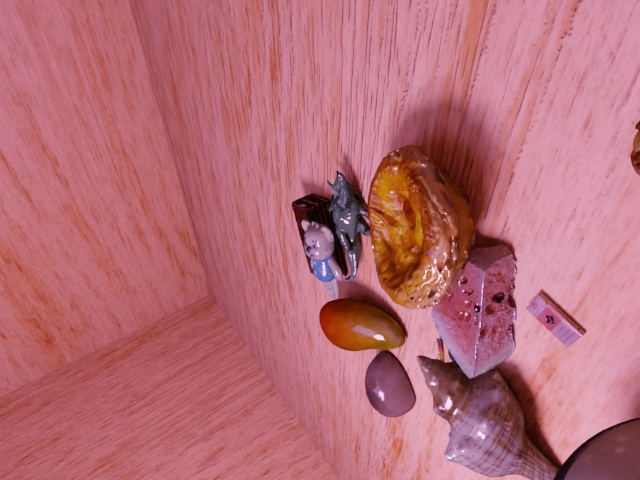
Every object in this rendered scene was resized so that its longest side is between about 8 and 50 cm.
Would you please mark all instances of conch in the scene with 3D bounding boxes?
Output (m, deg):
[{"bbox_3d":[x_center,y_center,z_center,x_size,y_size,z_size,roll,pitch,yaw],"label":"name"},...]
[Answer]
[{"bbox_3d":[0.315,0.376,0.880,0.386,0.170,0.203,59,163,10],"label":"conch"}]

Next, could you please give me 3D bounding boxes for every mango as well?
[{"bbox_3d":[0.094,0.223,1.222,0.289,0.129,0.146,-16,98,57],"label":"mango"}]

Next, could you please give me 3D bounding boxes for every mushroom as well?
[{"bbox_3d":[0.179,0.405,1.261,0.141,0.117,0.188,-6,104,52],"label":"mushroom"}]

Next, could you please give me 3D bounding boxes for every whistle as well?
[{"bbox_3d":[0.007,0.054,1.162,0.114,0.077,0.235,20,135,42],"label":"whistle"}]

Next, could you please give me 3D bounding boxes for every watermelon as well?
[{"bbox_3d":[0.275,0.105,0.810,0.154,0.095,0.241,-127,26,-44],"label":"watermelon"}]

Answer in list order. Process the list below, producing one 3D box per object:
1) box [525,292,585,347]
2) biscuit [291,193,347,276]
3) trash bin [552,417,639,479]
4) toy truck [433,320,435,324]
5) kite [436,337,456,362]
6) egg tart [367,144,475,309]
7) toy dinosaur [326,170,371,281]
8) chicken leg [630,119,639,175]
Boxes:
[{"bbox_3d":[0.365,0.125,0.716,0.083,0.012,0.046,49,153,27],"label":"box"},{"bbox_3d":[0.000,0.000,1.249,0.106,0.070,0.251,27,138,54],"label":"biscuit"},{"bbox_3d":[0.465,0.403,0.487,0.432,0.281,0.280,37,145,39],"label":"trash bin"},{"bbox_3d":[0.265,0.179,0.953,0.083,0.024,0.031,38,123,40],"label":"toy truck"},{"bbox_3d":[0.312,0.337,1.034,0.152,0.015,0.285,26,139,49],"label":"kite"},{"bbox_3d":[0.172,-0.023,0.783,0.295,0.116,0.294,173,90,-76],"label":"egg tart"},{"bbox_3d":[0.075,-0.026,1.071,0.120,0.079,0.291,26,136,61],"label":"toy dinosaur"},{"bbox_3d":[0.391,-0.102,0.374,0.107,0.087,0.252,53,153,-21],"label":"chicken leg"}]
